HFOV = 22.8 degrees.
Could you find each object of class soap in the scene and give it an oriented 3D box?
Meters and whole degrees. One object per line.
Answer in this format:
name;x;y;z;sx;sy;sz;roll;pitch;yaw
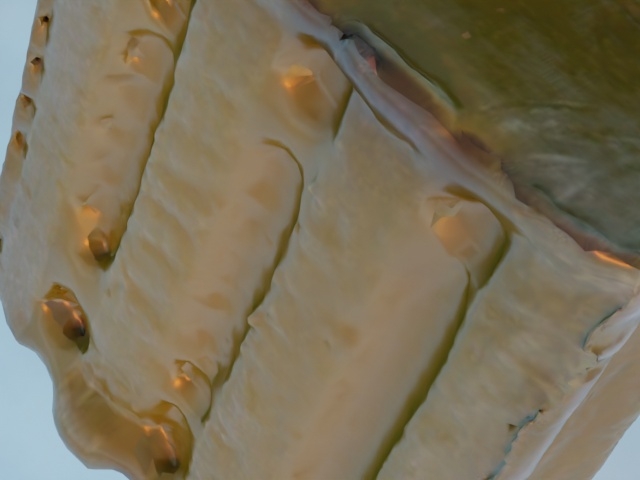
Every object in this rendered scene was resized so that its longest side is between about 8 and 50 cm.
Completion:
soap;0.000;0.000;0.673;0.156;0.335;0.293;-25;-119;-36
